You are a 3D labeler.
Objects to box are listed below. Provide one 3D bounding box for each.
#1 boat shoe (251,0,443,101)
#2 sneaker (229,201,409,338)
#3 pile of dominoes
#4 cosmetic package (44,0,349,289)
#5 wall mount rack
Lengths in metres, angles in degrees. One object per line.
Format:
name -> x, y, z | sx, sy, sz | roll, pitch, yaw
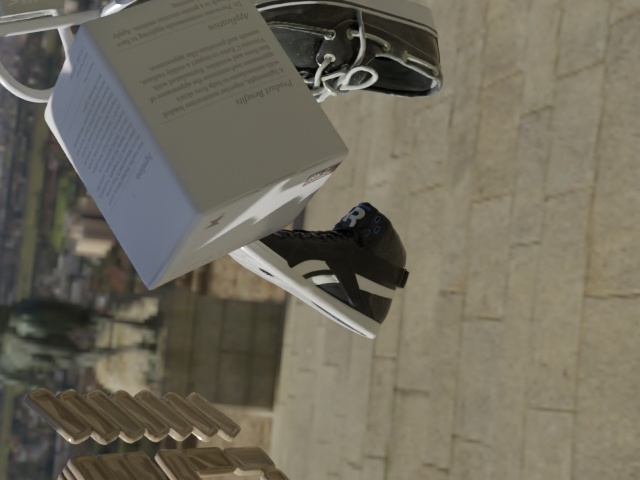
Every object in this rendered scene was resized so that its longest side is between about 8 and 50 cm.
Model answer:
boat shoe -> 0.013, -0.196, 1.354 | 0.113, 0.306, 0.105 | -24, 73, 38
sneaker -> 0.000, 0.000, 1.321 | 0.079, 0.217, 0.121 | 15, 74, 54
pile of dominoes -> -0.123, 0.204, 1.103 | 0.196, 0.251, 0.040 | 45, 108, 30
cosmetic package -> -0.106, -0.088, 1.073 | 0.184, 0.151, 0.151 | 58, 148, 10
wall mount rack -> -0.322, -0.304, 1.228 | 0.130, 0.304, 0.350 | -21, 91, 39
